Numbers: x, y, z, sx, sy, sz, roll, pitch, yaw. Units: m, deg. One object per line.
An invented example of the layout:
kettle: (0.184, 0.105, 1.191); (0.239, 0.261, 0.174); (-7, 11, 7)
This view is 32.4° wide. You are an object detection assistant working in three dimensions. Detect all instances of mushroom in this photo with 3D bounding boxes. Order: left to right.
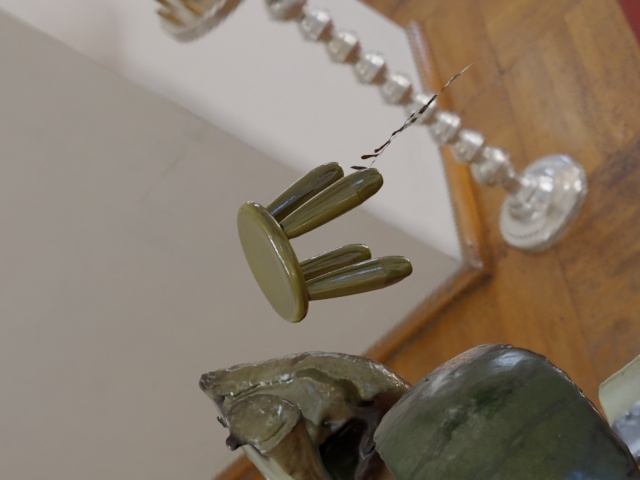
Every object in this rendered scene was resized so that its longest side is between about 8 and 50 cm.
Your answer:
mushroom: (-0.004, 0.212, 1.272); (0.212, 0.292, 0.217); (-51, 40, -3)

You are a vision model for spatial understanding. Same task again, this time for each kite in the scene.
kite: (0.115, -0.151, 1.362); (0.229, 0.016, 0.127); (-42, -2, -34)

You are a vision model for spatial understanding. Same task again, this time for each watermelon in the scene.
watermelon: (0.087, 0.092, 0.436); (0.075, 0.092, 0.181); (-51, 37, 5)

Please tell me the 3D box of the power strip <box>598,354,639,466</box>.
power strip: (0.287, 0.065, 0.691); (0.257, 0.105, 0.070); (-52, 44, 44)

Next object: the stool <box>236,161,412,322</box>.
stool: (0.000, 0.000, 0.940); (0.134, 0.110, 0.135); (54, 158, 27)
